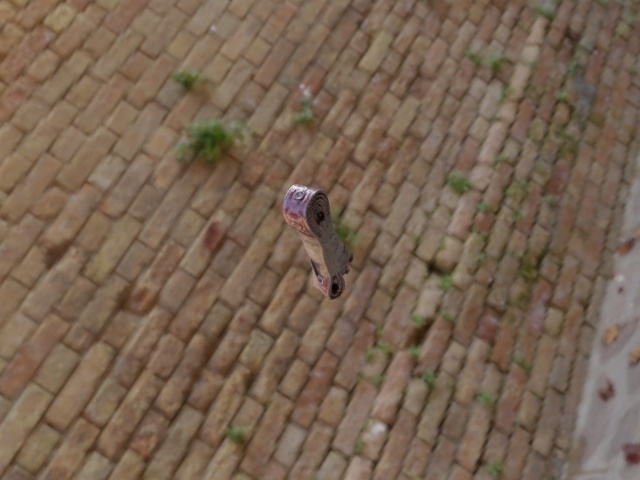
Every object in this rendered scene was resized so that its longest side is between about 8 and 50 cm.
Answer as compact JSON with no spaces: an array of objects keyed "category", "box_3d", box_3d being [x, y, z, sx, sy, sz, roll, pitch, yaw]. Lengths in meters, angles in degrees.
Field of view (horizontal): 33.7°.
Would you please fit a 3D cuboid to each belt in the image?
[{"category":"belt","box_3d":[0.000,0.000,1.597,0.071,0.053,0.232,-56,-31,-27]}]
